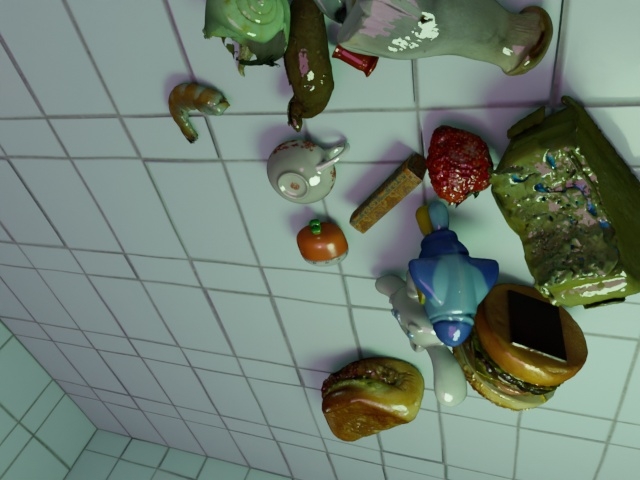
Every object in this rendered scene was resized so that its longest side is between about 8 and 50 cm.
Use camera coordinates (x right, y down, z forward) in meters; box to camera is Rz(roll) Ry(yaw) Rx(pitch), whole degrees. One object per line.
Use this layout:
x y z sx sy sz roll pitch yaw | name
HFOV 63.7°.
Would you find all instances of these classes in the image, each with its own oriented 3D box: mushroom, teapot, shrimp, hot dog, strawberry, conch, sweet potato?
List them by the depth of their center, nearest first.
0.205 -0.344 0.822 0.329 0.122 0.159 10 151 -17 | mushroom
0.068 -0.419 0.873 0.173 0.106 0.116 24 118 -1 | conch
-0.132 -0.367 0.899 0.144 0.137 0.251 8 167 -16 | conch
-0.022 -0.330 0.965 0.098 0.124 0.309 -3 132 -7 | sweet potato
0.274 -0.149 1.021 0.131 0.131 0.148 -6 136 29 | strawberry
-0.035 -0.158 1.175 0.246 0.116 0.159 -17 111 29 | teapot
-0.280 -0.283 1.196 0.161 0.049 0.166 17 137 12 | shrimp
0.132 0.499 1.656 0.223 0.185 0.405 36 136 -13 | hot dog

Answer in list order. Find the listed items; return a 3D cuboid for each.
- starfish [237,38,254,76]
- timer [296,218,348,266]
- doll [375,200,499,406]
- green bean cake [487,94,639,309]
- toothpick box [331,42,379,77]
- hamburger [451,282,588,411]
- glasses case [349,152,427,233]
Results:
-0.121 -0.406 1.015 0.217 0.050 0.223 24 142 -11 | starfish
0.000 0.000 1.301 0.136 0.099 0.136 4 135 4 | timer
0.248 0.121 1.156 0.376 0.187 0.365 44 138 34 | doll
0.425 -0.055 0.928 0.202 0.285 0.310 -24 115 45 | green bean cake
0.068 -0.348 0.976 0.083 0.047 0.047 28 136 -5 | toothpick box
0.458 0.258 1.220 0.291 0.291 0.225 25 132 1 | hamburger
0.148 -0.104 1.152 0.049 0.075 0.218 37 136 -9 | glasses case
